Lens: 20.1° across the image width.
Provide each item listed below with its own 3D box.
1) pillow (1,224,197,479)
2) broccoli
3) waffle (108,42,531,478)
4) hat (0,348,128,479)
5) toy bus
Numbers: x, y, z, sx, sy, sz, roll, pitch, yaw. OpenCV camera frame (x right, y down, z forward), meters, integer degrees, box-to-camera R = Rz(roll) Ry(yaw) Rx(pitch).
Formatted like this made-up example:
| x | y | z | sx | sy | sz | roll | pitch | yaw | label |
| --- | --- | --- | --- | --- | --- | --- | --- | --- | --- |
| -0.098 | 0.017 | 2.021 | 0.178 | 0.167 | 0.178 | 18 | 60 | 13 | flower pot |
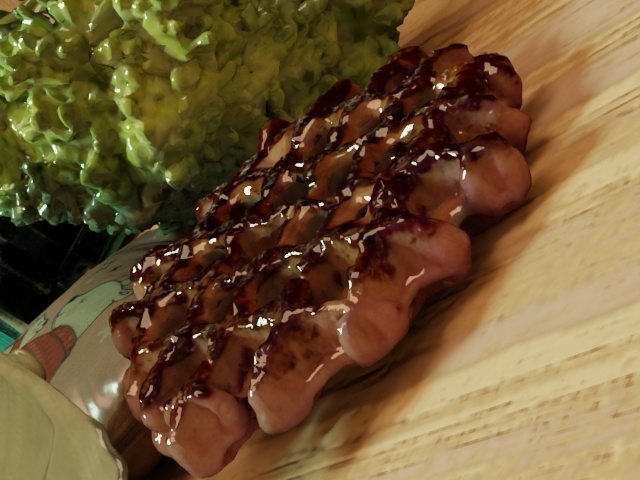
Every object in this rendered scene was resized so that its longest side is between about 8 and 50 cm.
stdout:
| x | y | z | sx | sy | sz | roll | pitch | yaw | label |
| --- | --- | --- | --- | --- | --- | --- | --- | --- | --- |
| -0.135 | 0.090 | 1.007 | 0.223 | 0.084 | 0.236 | -47 | 18 | 9 | pillow |
| -0.091 | -0.109 | 1.001 | 0.288 | 0.235 | 0.260 | -21 | -31 | -39 | broccoli |
| 0.000 | 0.000 | 0.813 | 0.234 | 0.055 | 0.221 | -43 | 23 | 4 | waffle |
| -0.213 | 0.198 | 0.872 | 0.168 | 0.258 | 0.301 | -30 | -31 | -55 | hat |
| -0.221 | -0.020 | 1.455 | 0.147 | 0.128 | 0.256 | -36 | 25 | 54 | toy bus |
